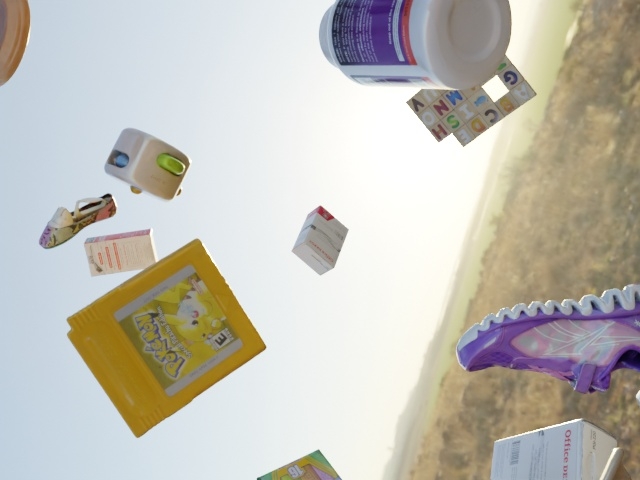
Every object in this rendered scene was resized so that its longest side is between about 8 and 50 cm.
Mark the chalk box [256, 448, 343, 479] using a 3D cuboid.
[{"bbox_3d":[-0.003,0.480,1.131,0.132,0.213,0.132,-16,-48,-32],"label":"chalk box"}]

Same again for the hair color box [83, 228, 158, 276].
[{"bbox_3d":[-0.507,0.030,1.760,0.053,0.167,0.093,-112,15,-69],"label":"hair color box"}]

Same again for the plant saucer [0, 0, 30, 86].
[{"bbox_3d":[-0.639,-0.403,1.358,0.037,0.200,0.199,10,-84,-51],"label":"plant saucer"}]

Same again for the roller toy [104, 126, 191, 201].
[{"bbox_3d":[-0.442,-0.184,1.755,0.209,0.191,0.146,152,143,-84],"label":"roller toy"}]

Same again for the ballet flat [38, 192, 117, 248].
[{"bbox_3d":[-0.607,-0.060,1.717,0.221,0.077,0.079,-34,-41,-37],"label":"ballet flat"}]

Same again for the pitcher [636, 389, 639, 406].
[{"bbox_3d":[0.537,0.196,0.930,0.125,0.207,0.177,61,-167,-14],"label":"pitcher"}]

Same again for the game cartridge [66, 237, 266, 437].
[{"bbox_3d":[-0.314,0.197,1.417,0.324,0.285,0.053,-34,11,-19],"label":"game cartridge"}]

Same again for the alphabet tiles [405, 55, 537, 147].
[{"bbox_3d":[0.295,-0.312,1.437,0.237,0.198,0.009,-37,5,41],"label":"alphabet tiles"}]

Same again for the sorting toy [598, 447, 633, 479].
[{"bbox_3d":[0.278,0.316,0.597,0.038,0.208,0.193,-31,-4,38],"label":"sorting toy"}]

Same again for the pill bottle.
[{"bbox_3d":[0.133,-0.336,1.103,0.182,0.323,0.181,-9,-73,-31],"label":"pill bottle"}]

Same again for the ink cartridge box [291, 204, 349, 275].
[{"bbox_3d":[0.000,0.000,1.795,0.063,0.109,0.150,-32,25,42],"label":"ink cartridge box"}]

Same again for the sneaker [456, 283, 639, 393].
[{"bbox_3d":[0.275,0.124,0.774,0.095,0.237,0.104,72,-173,-63],"label":"sneaker"}]

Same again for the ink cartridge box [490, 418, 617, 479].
[{"bbox_3d":[0.406,0.421,1.213,0.218,0.092,0.158,-41,25,51],"label":"ink cartridge box"}]
